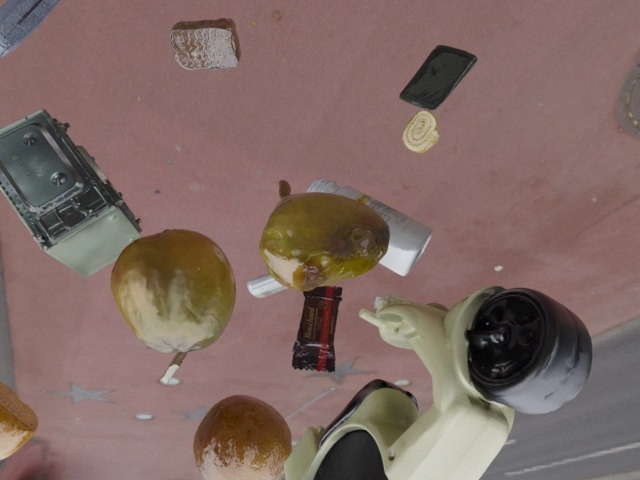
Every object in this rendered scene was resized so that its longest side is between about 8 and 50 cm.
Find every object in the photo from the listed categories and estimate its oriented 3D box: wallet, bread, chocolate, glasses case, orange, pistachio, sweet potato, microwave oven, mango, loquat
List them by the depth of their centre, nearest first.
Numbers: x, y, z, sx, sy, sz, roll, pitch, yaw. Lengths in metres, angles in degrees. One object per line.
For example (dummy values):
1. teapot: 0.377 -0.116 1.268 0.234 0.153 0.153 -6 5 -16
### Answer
1. pistachio: -0.002 -0.003 0.485 0.189 0.110 0.100 -11 167 -44
2. mango: -0.501 0.222 0.572 0.141 0.102 0.217 -6 126 50
3. chocolate: -0.004 0.162 0.807 0.086 0.182 0.028 4 142 3
4. glasses case: -0.629 -0.478 0.892 0.109 0.282 0.067 -6 147 32
5. loquat: -0.334 0.115 0.980 0.276 0.283 0.276 -11 156 -5
6. orange: -0.200 0.546 1.130 0.264 0.264 0.264 -1 141 -1
7. bread: -0.424 0.358 1.238 0.028 0.153 0.068 35 94 -9
8. microwave oven: -0.756 -0.134 1.279 0.247 0.394 0.333 -37 169 -19
9. chocolate: -0.379 -0.653 1.396 0.214 0.093 0.148 1 142 4
10. wallet: 0.401 -0.556 1.451 0.245 0.169 0.052 -51 147 -3
11. bread: 0.377 -0.398 1.560 0.149 0.122 0.073 -53 164 17
12. sweet potato: -0.161 -0.218 1.929 0.059 0.281 0.067 -14 131 0

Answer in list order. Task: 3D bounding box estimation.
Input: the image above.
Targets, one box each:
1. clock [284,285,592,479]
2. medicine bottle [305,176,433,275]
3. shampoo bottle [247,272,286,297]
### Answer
1. clock: 0.089 0.195 0.468 0.120 0.276 0.379 32 94 -18
2. medicine bottle: 0.111 -0.046 1.080 0.324 0.179 0.124 31 124 16
3. shampoo bottle: -0.114 0.118 1.318 0.221 0.051 0.108 -22 150 11
